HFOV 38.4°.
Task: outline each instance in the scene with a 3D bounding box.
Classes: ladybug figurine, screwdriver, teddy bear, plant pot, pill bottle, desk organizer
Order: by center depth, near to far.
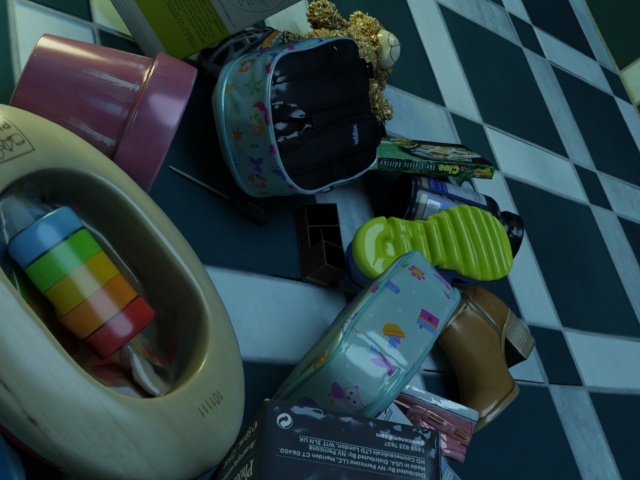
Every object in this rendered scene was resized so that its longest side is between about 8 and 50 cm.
[{"bbox_3d":[-0.265,0.063,0.928,0.449,0.162,0.305,54,36,-1],"label":"ladybug figurine"},{"bbox_3d":[-0.266,-0.150,1.092,0.180,0.201,0.201,24,43,-14],"label":"plant pot"},{"bbox_3d":[-0.140,-0.069,1.302,0.170,0.024,0.025,33,70,-24],"label":"screwdriver"},{"bbox_3d":[0.000,0.000,1.378,0.047,0.050,0.130,22,46,-37],"label":"desk organizer"},{"bbox_3d":[0.225,-0.031,1.549,0.219,0.123,0.122,18,47,-15],"label":"pill bottle"},{"bbox_3d":[0.049,-0.319,1.647,0.338,0.113,0.245,-6,68,-50],"label":"teddy bear"}]

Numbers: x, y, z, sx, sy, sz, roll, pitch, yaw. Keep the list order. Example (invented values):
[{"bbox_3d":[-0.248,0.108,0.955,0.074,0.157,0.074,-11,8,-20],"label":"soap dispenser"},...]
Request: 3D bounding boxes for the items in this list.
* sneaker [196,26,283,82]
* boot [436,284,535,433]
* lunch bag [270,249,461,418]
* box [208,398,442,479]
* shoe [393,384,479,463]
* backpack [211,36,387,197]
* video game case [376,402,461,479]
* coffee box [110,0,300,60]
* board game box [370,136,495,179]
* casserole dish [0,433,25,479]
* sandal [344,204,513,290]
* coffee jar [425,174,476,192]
[{"bbox_3d":[-0.124,-0.302,1.464,0.083,0.084,0.215,28,29,2],"label":"sneaker"},{"bbox_3d":[0.218,0.162,1.457,0.220,0.109,0.283,43,47,-3],"label":"boot"},{"bbox_3d":[0.054,0.146,1.178,0.108,0.224,0.279,42,41,2],"label":"lunch bag"},{"bbox_3d":[-0.024,0.346,0.823,0.183,0.296,0.294,13,50,-16],"label":"box"},{"bbox_3d":[0.137,0.257,1.313,0.178,0.063,0.081,21,75,-11],"label":"shoe"},{"bbox_3d":[-0.044,-0.173,1.319,0.253,0.191,0.225,-33,116,-57],"label":"backpack"},{"bbox_3d":[0.087,0.359,1.175,0.244,0.061,0.269,49,36,-6],"label":"video game case"},{"bbox_3d":[-0.128,-0.499,1.322,0.338,0.334,0.337,60,37,-18],"label":"coffee box"},{"bbox_3d":[0.148,-0.143,1.541,0.260,0.030,0.136,3,23,-18],"label":"board game box"},{"bbox_3d":[-0.352,0.223,0.806,0.188,0.037,0.114,-1,62,-50],"label":"casserole dish"},{"bbox_3d":[0.159,0.020,1.424,0.317,0.138,0.126,1,72,-30],"label":"sandal"},{"bbox_3d":[0.235,-0.080,1.673,0.184,0.096,0.079,56,39,3],"label":"coffee jar"}]
